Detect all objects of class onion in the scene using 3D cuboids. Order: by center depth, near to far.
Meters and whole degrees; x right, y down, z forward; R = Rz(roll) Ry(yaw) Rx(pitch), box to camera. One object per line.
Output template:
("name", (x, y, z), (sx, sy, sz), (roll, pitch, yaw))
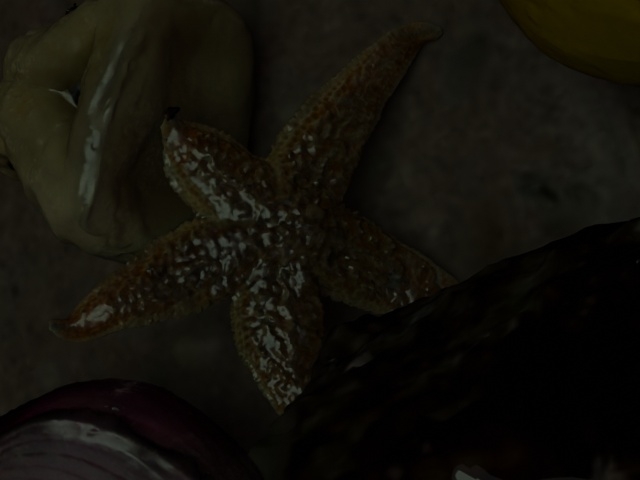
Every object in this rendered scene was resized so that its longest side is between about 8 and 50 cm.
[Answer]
("onion", (-0.089, 0.232, 0.890), (0.349, 0.159, 0.267), (44, 114, -1))

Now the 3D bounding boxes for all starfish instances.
("starfish", (-0.001, 0.002, 0.881), (0.231, 0.048, 0.295), (46, 72, 1))

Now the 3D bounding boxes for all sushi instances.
("sushi", (0.157, 0.131, 0.713), (0.294, 0.299, 0.281), (-24, 93, 22))

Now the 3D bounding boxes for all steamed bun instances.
("steamed bun", (-0.140, -0.080, 0.940), (0.155, 0.141, 0.172), (14, 90, 35))

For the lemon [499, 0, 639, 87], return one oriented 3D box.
("lemon", (0.196, -0.186, 0.754), (0.288, 0.233, 0.233), (2, 88, 24))
